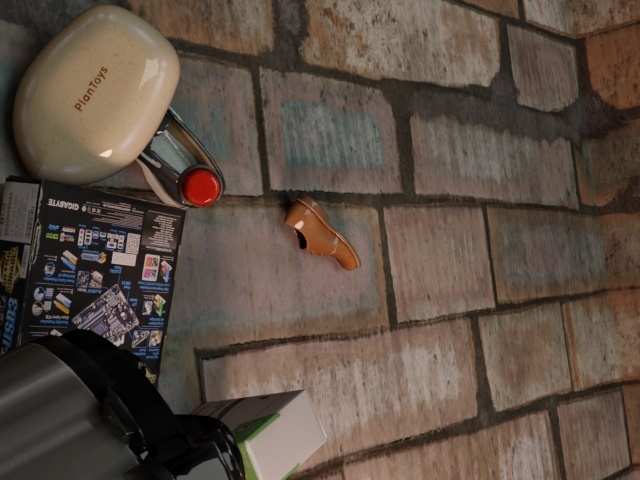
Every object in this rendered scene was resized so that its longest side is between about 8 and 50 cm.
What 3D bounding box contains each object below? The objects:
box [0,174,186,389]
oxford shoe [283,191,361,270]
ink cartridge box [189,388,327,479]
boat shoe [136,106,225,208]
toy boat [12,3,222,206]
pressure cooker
[{"bbox_3d":[-0.308,0.080,1.322,0.295,0.073,0.293,10,89,-61],"label":"box"},{"bbox_3d":[0.000,0.000,1.836,0.076,0.076,0.212,-51,129,-8],"label":"oxford shoe"},{"bbox_3d":[-0.128,0.303,1.472,0.160,0.219,0.093,-33,105,-51],"label":"ink cartridge box"},{"bbox_3d":[-0.256,-0.170,1.515,0.302,0.091,0.114,47,50,-34],"label":"boat shoe"},{"bbox_3d":[-0.268,-0.153,1.401,0.318,0.148,0.267,40,88,-9],"label":"toy boat"},{"bbox_3d":[-0.284,0.294,1.017,0.420,0.370,0.375,-28,141,-33],"label":"pressure cooker"}]
